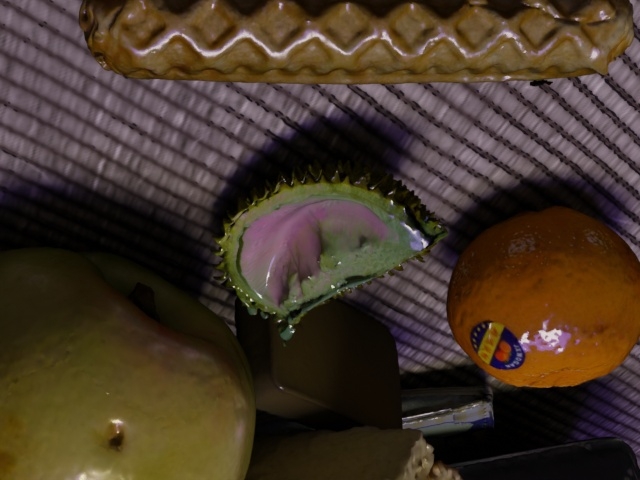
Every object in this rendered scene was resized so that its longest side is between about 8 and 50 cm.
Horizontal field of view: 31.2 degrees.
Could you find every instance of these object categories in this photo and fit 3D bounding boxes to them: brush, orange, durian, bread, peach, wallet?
[{"bbox_3d":[0.000,0.119,1.091,0.059,0.123,0.197,-27,141,30],"label":"brush"},{"bbox_3d":[0.199,0.052,1.011,0.177,0.155,0.177,1,147,0],"label":"orange"},{"bbox_3d":[0.001,-0.008,0.937,0.137,0.095,0.220,46,128,-9],"label":"durian"},{"bbox_3d":[-0.061,0.305,1.063,0.375,0.237,0.165,-9,137,36],"label":"bread"},{"bbox_3d":[0.029,-0.142,0.751,0.367,0.084,0.077,-3,130,-9],"label":"bread"},{"bbox_3d":[-0.206,0.161,0.952,0.281,0.314,0.316,-3,114,-49],"label":"peach"},{"bbox_3d":[0.048,0.237,1.317,0.309,0.077,0.223,-12,149,0],"label":"wallet"}]

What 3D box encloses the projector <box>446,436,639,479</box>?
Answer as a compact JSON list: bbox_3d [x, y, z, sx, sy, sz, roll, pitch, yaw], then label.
[{"bbox_3d":[0.169,0.410,1.378,0.395,0.242,0.405,-9,160,-11],"label":"projector"}]
